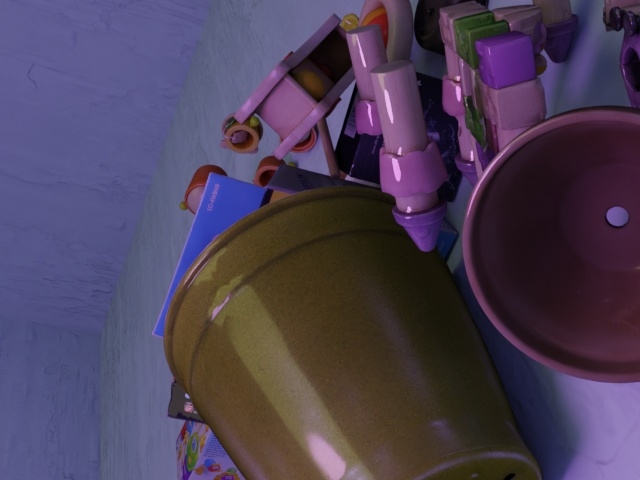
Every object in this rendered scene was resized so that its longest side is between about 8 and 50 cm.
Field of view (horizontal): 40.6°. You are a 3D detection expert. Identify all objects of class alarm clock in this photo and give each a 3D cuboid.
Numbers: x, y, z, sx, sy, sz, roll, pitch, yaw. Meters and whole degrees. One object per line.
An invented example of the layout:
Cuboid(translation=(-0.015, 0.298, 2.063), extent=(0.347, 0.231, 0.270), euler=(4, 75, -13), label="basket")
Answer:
Cuboid(translation=(0.179, -0.342, 1.271), extent=(0.192, 0.064, 0.129), euler=(-129, 55, -67), label="alarm clock")

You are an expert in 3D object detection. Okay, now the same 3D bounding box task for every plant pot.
Cuboid(translation=(0.252, -0.005, 0.754), extent=(0.110, 0.237, 0.237), euler=(-37, -25, -59), label="plant pot")
Cuboid(translation=(0.049, 0.188, 0.955), extent=(0.353, 0.366, 0.366), euler=(57, 132, 46), label="plant pot")

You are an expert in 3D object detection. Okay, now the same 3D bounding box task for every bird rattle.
Cuboid(translation=(0.084, -0.284, 1.322), extent=(0.207, 0.143, 0.253), euler=(106, 165, -44), label="bird rattle")

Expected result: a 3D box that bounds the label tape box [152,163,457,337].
Cuboid(translation=(-0.027, 0.036, 1.167), extent=(0.115, 0.348, 0.249), euler=(-115, 43, -59), label="label tape box")

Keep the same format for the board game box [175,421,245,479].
Cuboid(translation=(-0.156, 0.341, 1.594), extent=(0.142, 0.144, 0.275), euler=(-106, 36, -52), label="board game box")

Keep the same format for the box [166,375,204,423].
Cuboid(translation=(-0.094, 0.160, 1.396), extent=(0.296, 0.073, 0.293), euler=(3, 84, 28), label="box")

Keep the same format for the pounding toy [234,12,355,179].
Cuboid(translation=(0.013, -0.176, 1.095), extent=(0.154, 0.155, 0.269), euler=(-44, 7, 20), label="pounding toy")

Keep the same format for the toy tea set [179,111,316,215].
Cuboid(translation=(-0.143, -0.138, 1.773), extent=(0.336, 0.200, 0.124), euler=(-54, 22, 34), label="toy tea set")

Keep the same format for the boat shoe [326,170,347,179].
Cuboid(translation=(0.000, 0.000, 1.479), extent=(0.277, 0.098, 0.096), euler=(-64, 21, 13), label="boat shoe")

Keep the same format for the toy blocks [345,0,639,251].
Cuboid(translation=(0.204, -0.113, 0.934), extent=(0.288, 0.309, 0.260), euler=(-100, -4, -67), label="toy blocks")

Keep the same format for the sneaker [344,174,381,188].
Cuboid(translation=(0.095, -0.109, 1.321), extent=(0.237, 0.085, 0.086), euler=(-51, 6, 40), label="sneaker")

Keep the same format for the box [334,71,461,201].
Cuboid(translation=(0.117, -0.151, 1.174), extent=(0.093, 0.158, 0.156), euler=(-135, 60, -67), label="box")
